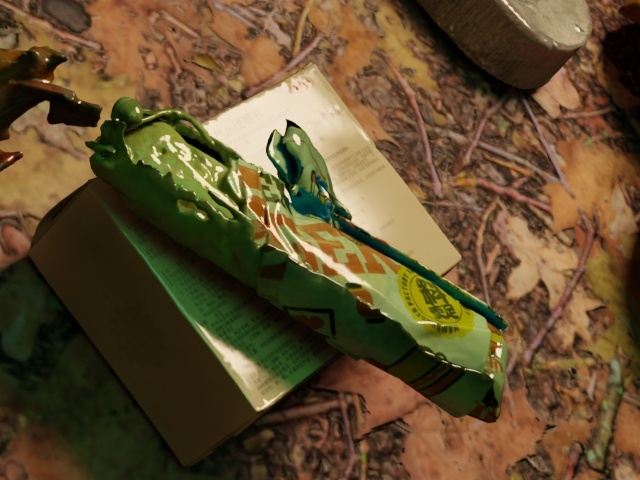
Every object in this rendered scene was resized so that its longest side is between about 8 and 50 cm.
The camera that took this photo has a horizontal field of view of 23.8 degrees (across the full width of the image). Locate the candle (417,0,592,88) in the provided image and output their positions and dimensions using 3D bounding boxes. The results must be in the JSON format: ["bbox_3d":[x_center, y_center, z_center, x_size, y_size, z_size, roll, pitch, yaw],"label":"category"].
[{"bbox_3d":[0.133,-0.220,1.219,0.168,0.068,0.192,14,52,-28],"label":"candle"}]

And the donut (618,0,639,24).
[{"bbox_3d":[0.376,-0.169,1.270,0.253,0.253,0.118,20,94,-25],"label":"donut"}]

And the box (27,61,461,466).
[{"bbox_3d":[-0.043,0.008,0.934,0.212,0.095,0.168,-33,87,-44],"label":"box"}]

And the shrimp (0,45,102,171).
[{"bbox_3d":[-0.209,-0.048,0.816,0.051,0.187,0.132,64,9,-51],"label":"shrimp"}]

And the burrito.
[{"bbox_3d":[0.000,0.000,0.868,0.288,0.054,0.104,32,48,-15],"label":"burrito"}]
